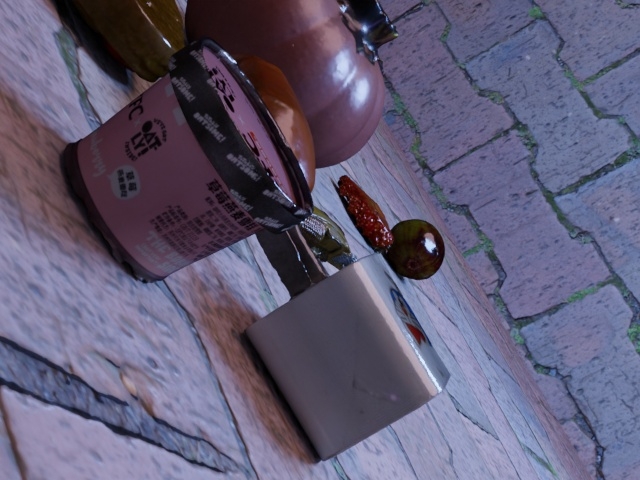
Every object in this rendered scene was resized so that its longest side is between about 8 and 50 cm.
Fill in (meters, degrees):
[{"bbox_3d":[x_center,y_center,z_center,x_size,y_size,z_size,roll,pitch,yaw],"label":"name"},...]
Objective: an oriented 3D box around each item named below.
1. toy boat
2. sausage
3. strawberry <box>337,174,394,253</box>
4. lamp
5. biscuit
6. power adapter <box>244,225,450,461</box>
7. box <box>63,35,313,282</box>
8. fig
[{"bbox_3d":[0.000,0.000,1.452,0.149,0.047,0.049,43,31,-47],"label":"toy boat"},{"bbox_3d":[-0.071,-0.101,1.191,0.133,0.133,0.258,53,7,-27],"label":"sausage"},{"bbox_3d":[0.077,-0.045,1.967,0.152,0.048,0.104,62,7,9],"label":"strawberry"},{"bbox_3d":[-0.028,-0.244,1.497,0.305,0.240,0.305,56,9,-13],"label":"lamp"},{"bbox_3d":[-0.244,-0.316,1.164,0.381,0.074,0.359,64,13,21],"label":"biscuit"},{"bbox_3d":[0.007,0.068,1.037,0.205,0.125,0.130,59,11,2],"label":"power adapter"},{"bbox_3d":[-0.099,-0.051,0.871,0.151,0.135,0.151,56,13,-20],"label":"box"},{"bbox_3d":[0.163,0.003,2.070,0.154,0.103,0.109,-88,168,-59],"label":"fig"}]
